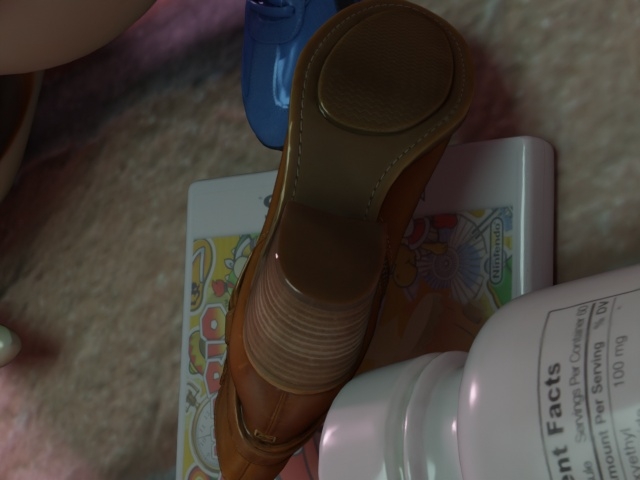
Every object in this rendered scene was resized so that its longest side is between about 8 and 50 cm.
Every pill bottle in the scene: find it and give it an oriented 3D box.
[{"bbox_3d":[0.120,0.073,0.574,0.229,0.131,0.131,-17,72,33],"label":"pill bottle"}]

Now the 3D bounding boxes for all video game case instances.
[{"bbox_3d":[0.013,0.075,0.746,0.206,0.026,0.227,-6,79,40],"label":"video game case"}]

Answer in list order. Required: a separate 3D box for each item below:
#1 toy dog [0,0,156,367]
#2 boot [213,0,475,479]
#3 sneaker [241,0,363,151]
[{"bbox_3d":[-0.224,-0.136,0.788,0.408,0.285,0.395,-28,80,50],"label":"toy dog"},{"bbox_3d":[0.000,0.000,0.705,0.152,0.073,0.197,111,-177,-50],"label":"boot"},{"bbox_3d":[-0.013,-0.148,0.773,0.069,0.082,0.209,17,95,39],"label":"sneaker"}]
